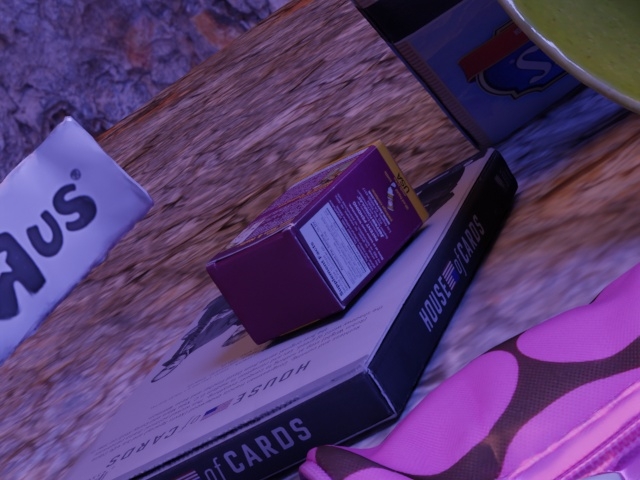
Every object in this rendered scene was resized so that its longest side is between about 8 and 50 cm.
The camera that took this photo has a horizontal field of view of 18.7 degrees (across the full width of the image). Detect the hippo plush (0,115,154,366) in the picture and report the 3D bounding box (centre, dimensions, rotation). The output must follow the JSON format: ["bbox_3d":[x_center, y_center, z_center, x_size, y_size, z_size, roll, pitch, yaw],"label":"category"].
[{"bbox_3d":[-0.088,0.140,0.330,0.294,0.234,0.236,-48,41,1],"label":"hippo plush"}]

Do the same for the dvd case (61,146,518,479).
[{"bbox_3d":[-0.014,0.047,0.851,0.179,0.029,0.238,-29,12,26],"label":"dvd case"}]

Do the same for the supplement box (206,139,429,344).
[{"bbox_3d":[0.000,0.000,0.822,0.055,0.043,0.083,-23,14,40],"label":"supplement box"}]

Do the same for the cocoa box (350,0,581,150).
[{"bbox_3d":[0.131,-0.263,1.001,0.347,0.228,0.231,-36,55,9],"label":"cocoa box"}]

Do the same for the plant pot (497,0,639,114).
[{"bbox_3d":[0.229,-0.205,0.734,0.293,0.274,0.275,-24,1,-44],"label":"plant pot"}]

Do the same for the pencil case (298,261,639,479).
[{"bbox_3d":[0.099,0.026,0.437,0.209,0.095,0.098,-37,-25,-5],"label":"pencil case"}]
